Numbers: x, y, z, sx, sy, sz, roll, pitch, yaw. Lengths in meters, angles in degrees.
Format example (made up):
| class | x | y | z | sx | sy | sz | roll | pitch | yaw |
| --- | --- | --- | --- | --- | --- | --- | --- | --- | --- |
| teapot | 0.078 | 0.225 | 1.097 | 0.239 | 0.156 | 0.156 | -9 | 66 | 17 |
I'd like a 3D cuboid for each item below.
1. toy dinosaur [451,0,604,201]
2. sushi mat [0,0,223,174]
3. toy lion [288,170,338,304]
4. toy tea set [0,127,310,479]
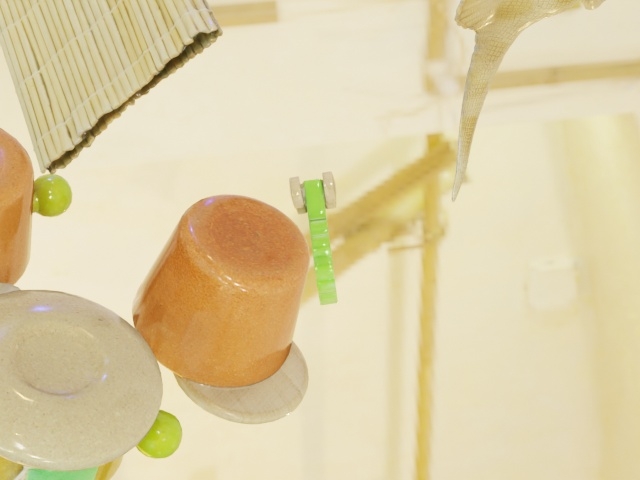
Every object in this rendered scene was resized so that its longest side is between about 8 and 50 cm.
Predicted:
| class | x | y | z | sx | sy | sz | roll | pitch | yaw |
| --- | --- | --- | --- | --- | --- | --- | --- | --- | --- |
| toy dinosaur | 0.080 | -0.100 | 0.566 | 0.053 | 0.093 | 0.183 | 44 | -32 | 16 |
| sushi mat | -0.170 | -0.187 | 1.050 | 0.019 | 0.151 | 0.316 | 37 | 19 | -44 |
| toy lion | 0.000 | 0.000 | 1.122 | 0.100 | 0.034 | 0.096 | 72 | 10 | -87 |
| toy tea set | -0.167 | 0.042 | 0.633 | 0.200 | 0.336 | 0.124 | -87 | -165 | -48 |
